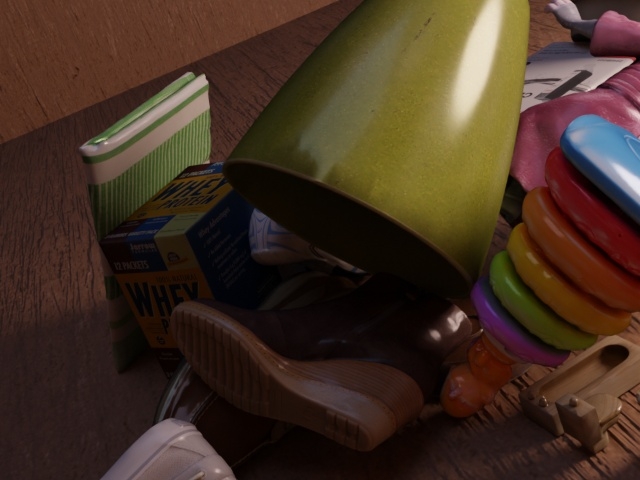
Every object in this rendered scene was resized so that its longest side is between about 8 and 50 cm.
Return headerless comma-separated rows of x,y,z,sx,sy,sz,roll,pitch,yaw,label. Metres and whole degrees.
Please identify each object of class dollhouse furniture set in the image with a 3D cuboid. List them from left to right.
0.257,0.094,0.785,0.144,0.123,0.151,-28,24,-16,dollhouse furniture set

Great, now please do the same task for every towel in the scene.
-0.213,-0.028,1.211,0.038,0.325,0.248,16,37,20,towel

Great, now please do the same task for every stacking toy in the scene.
0.203,0.051,0.831,0.302,0.166,0.175,-53,-20,25,stacking toy

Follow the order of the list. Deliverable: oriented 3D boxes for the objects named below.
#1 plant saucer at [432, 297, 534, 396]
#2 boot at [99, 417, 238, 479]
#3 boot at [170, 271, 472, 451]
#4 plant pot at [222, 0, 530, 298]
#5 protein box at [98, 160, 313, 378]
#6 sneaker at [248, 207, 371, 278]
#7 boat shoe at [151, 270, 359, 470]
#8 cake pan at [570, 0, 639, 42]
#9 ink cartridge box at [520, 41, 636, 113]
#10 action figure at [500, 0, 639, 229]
0.156,0.101,0.978,0.168,0.029,0.168,-17,25,8,plant saucer
-0.168,0.282,0.784,0.123,0.095,0.258,39,85,26,boot
0.003,0.090,0.913,0.248,0.090,0.207,26,39,19,boot
0.091,-0.133,0.940,0.274,0.274,0.294,13,72,53,plant pot
-0.124,0.032,1.144,0.136,0.201,0.200,-5,28,34,protein box
0.000,0.000,1.136,0.085,0.086,0.237,2,-8,33,sneaker
-0.041,0.133,0.965,0.119,0.123,0.324,3,33,36,boat shoe
0.496,-0.303,1.353,0.293,0.054,0.293,10,4,-1,cake pan
0.327,-0.177,1.320,0.273,0.114,0.197,-34,27,-26,ink cartridge box
0.339,-0.145,1.024,0.370,0.248,0.275,-44,12,-10,action figure
